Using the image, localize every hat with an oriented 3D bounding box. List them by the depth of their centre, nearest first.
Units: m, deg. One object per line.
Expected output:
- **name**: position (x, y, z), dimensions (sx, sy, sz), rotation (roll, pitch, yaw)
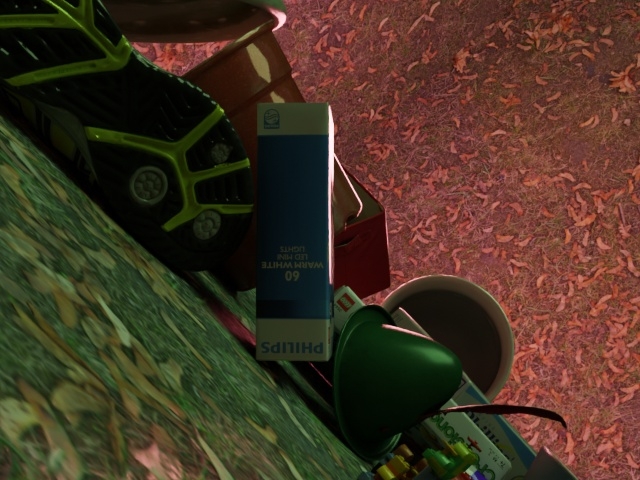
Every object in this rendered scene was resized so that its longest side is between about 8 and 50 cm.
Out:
- **hat**: position (0.140, 0.149, 1.055), dimensions (0.208, 0.184, 0.173), rotation (-15, 98, -60)

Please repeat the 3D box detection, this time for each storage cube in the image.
- **storage cube**: position (0.000, 0.000, 1.753), dimensions (0.215, 0.184, 0.193), rotation (47, -26, 42)

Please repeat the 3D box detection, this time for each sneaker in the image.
- **sneaker**: position (-0.202, -0.130, 0.937), dimensions (0.384, 0.145, 0.147), rotation (54, -13, -27)

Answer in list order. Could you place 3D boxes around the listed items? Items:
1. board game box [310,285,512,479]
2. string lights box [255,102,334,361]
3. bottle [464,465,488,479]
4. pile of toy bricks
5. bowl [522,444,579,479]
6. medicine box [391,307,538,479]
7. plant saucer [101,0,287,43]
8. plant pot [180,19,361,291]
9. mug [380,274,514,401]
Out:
- **board game box**: position (0.091, 0.199, 1.258), dimensions (0.305, 0.053, 0.193), rotation (47, -21, -1)
- **string lights box**: position (-0.025, -0.006, 1.030), dimensions (0.133, 0.077, 0.259), rotation (41, 49, -86)
- **bottle**: position (0.238, 0.376, 1.102), dimensions (0.283, 0.092, 0.118), rotation (47, -3, 14)
- **pile of toy bricks**: position (0.121, 0.241, 0.985), dimensions (0.118, 0.105, 0.212), rotation (47, 0, 28)
- **bowl**: position (0.347, 0.441, 1.276), dimensions (0.311, 0.163, 0.311), rotation (47, 0, 0)
- **medicine box**: position (0.201, 0.289, 1.565), dimensions (0.263, 0.149, 0.289), rotation (47, 1, -26)
- **plant saucer**: position (-0.242, -0.334, 1.243), dimensions (0.400, 0.400, 0.100), rotation (-90, -178, -88)
- **plant pot**: position (-0.100, -0.095, 1.248), dimensions (0.265, 0.272, 0.272), rotation (56, -1, -9)
- **mug**: position (0.190, 0.218, 1.972), dimensions (0.374, 0.276, 0.328), rotation (17, -10, 8)
